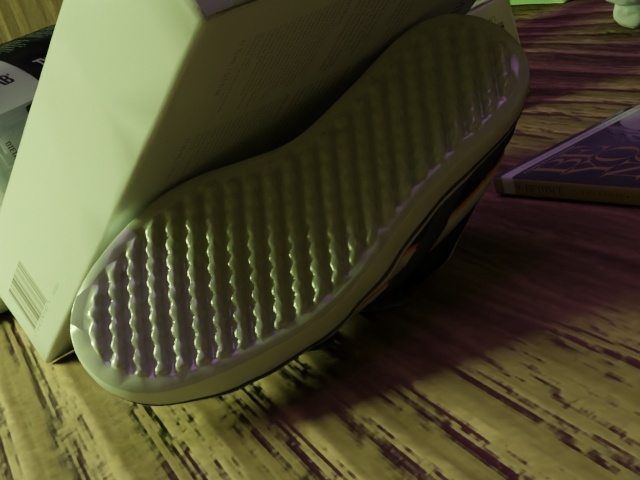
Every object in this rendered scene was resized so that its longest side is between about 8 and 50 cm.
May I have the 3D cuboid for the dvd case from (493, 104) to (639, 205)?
[{"bbox_3d":[0.256,-0.064,0.797,0.164,0.018,0.221,-27,19,-29],"label":"dvd case"}]

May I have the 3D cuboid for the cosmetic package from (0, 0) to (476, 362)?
[{"bbox_3d":[-0.050,-0.094,0.733,0.284,0.097,0.377,-27,-16,-37],"label":"cosmetic package"}]

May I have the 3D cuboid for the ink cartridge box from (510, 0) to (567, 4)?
[{"bbox_3d":[0.312,-0.380,1.683,0.235,0.056,0.171,-26,18,-16],"label":"ink cartridge box"}]

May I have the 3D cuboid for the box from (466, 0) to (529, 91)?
[{"bbox_3d":[0.072,-0.177,1.179,0.275,0.113,0.094,0,23,40],"label":"box"}]

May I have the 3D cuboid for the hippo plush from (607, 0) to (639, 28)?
[{"bbox_3d":[0.428,-0.335,1.268,0.236,0.234,0.294,-38,1,26],"label":"hippo plush"}]

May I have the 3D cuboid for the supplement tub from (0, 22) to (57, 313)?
[{"bbox_3d":[-0.252,-0.083,1.028,0.207,0.207,0.338,-7,20,30],"label":"supplement tub"}]

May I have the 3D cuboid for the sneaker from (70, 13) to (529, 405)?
[{"bbox_3d":[0.000,0.000,0.684,0.321,0.126,0.127,-37,-21,-17],"label":"sneaker"}]
